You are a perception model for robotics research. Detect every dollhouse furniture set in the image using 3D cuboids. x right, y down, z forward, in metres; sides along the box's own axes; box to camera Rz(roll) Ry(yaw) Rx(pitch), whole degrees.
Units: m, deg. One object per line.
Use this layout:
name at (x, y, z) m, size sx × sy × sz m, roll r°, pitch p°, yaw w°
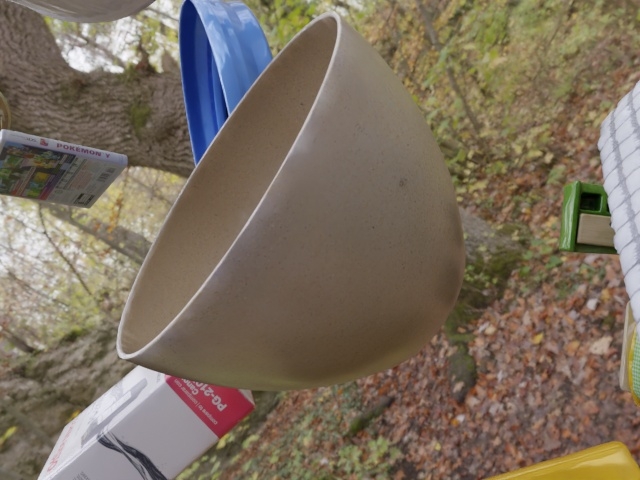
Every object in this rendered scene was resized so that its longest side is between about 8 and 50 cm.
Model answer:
dollhouse furniture set at (0.409, 0.074, 0.744) m, size 0.197 × 0.151 × 0.301 m, roll 152°, pitch 123°, yaw -87°

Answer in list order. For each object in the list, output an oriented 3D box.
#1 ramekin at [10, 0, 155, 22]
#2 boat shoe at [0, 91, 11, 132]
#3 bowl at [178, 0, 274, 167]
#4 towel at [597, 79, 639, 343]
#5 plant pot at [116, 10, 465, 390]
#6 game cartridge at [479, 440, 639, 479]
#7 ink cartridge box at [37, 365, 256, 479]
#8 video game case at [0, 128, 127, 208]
ramekin at (-0.196, -0.264, 0.414) m, size 0.109 × 0.207 × 0.207 m, roll -69°, pitch 4°, yaw -71°
boat shoe at (-0.693, -0.244, 1.251) m, size 0.048 × 0.056 × 0.153 m, roll -49°, pitch -31°, yaw -65°
bowl at (-0.124, -0.142, 0.845) m, size 0.391 × 0.077 × 0.391 m, roll 168°, pitch 90°, yaw -73°
towel at (0.276, -0.047, 0.287) m, size 0.235 × 0.121 × 0.283 m, roll -52°, pitch 15°, yaw 43°
plant pot at (0.000, 0.000, 0.466) m, size 0.284 × 0.191 × 0.284 m, roll -46°, pitch 25°, yaw 29°
game cartridge at (0.173, 0.342, 0.483) m, size 0.052 × 0.324 × 0.285 m, roll 86°, pitch 169°, yaw -49°
ink cartridge box at (-0.206, 0.219, 0.722) m, size 0.237 × 0.100 × 0.172 m, roll -40°, pitch 12°, yaw -5°
video game case at (-0.439, -0.109, 0.965) m, size 0.201 × 0.183 × 0.023 m, roll -27°, pitch 62°, yaw 48°
